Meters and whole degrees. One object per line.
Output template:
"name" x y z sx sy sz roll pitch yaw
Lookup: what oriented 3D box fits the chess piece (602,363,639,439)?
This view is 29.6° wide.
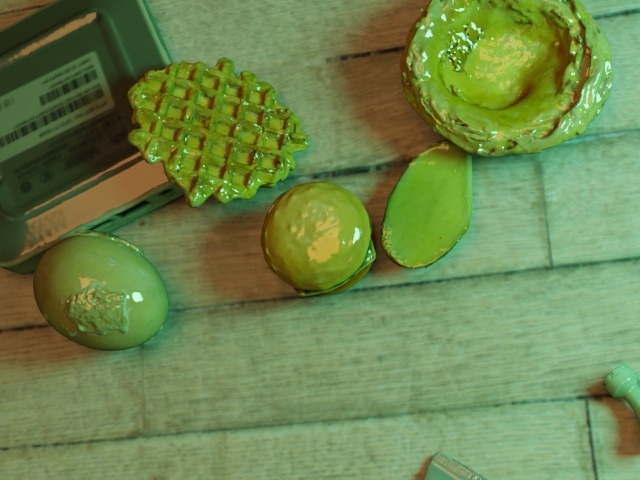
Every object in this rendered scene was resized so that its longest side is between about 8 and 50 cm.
"chess piece" 0.403 0.206 1.520 0.067 0.067 0.103 -41 60 1

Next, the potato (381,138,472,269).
"potato" 0.154 -0.046 1.658 0.119 0.054 0.198 11 74 18

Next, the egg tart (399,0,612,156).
"egg tart" 0.255 -0.232 1.646 0.288 0.118 0.288 -4 72 13

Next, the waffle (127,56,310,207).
"waffle" -0.152 -0.159 1.706 0.243 0.058 0.237 -24 73 -30

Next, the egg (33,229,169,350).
"egg" -0.305 0.071 1.690 0.201 0.164 0.164 25 83 18

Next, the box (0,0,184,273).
"box" -0.380 -0.176 1.813 0.367 0.090 0.373 -28 69 6

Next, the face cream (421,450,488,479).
"face cream" 0.123 0.429 1.524 0.143 0.089 0.314 30 77 21

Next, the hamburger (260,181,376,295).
"hamburger" 0.000 0.000 1.651 0.162 0.115 0.162 -4 75 16
